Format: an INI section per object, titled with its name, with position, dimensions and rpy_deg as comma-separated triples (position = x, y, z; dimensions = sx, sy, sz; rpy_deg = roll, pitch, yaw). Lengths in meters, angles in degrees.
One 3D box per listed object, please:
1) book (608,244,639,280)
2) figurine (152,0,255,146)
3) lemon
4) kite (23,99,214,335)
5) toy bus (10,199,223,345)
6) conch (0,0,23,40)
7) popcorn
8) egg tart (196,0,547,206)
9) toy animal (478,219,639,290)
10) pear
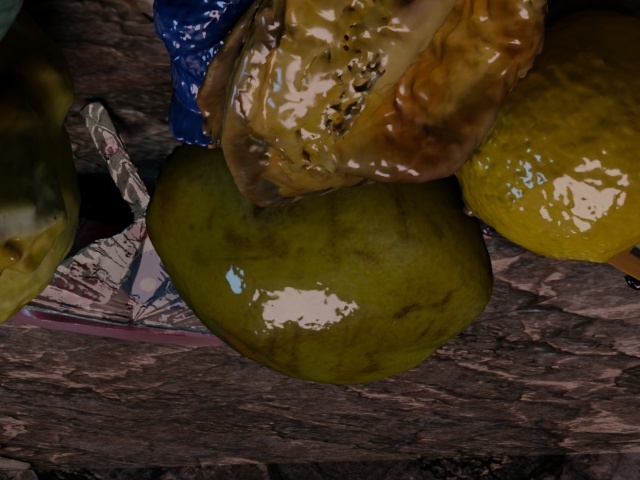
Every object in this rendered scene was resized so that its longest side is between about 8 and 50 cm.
[book]
position = 0.417, -0.020, 1.099
dimensions = 0.295, 0.020, 0.208
rpy_deg = 24, 113, -43
[figurine]
position = -0.049, -0.183, 0.759
dimensions = 0.164, 0.120, 0.262
rpy_deg = -21, 152, -38
[lemon]
position = 0.210, -0.081, 0.885
dimensions = 0.231, 0.192, 0.192
rpy_deg = -36, 141, 30
[kite]
position = -0.167, -0.006, 1.115
dimensions = 0.335, 0.011, 0.314
rpy_deg = -28, 125, 0
[toy bus]
position = -0.225, 0.033, 1.224
dimensions = 0.303, 0.147, 0.127
rpy_deg = 8, 167, -22
[conch]
position = -0.276, -0.193, 0.730
dimensions = 0.188, 0.122, 0.176
rpy_deg = -12, 126, 29
[popcorn]
position = -0.342, -0.047, 0.899
dimensions = 0.312, 0.312, 0.312
rpy_deg = 1, 158, 0
[egg tart]
position = 0.063, -0.123, 0.733
dimensions = 0.297, 0.132, 0.297
rpy_deg = -35, 154, -20
[toy animal]
position = 0.265, -0.039, 1.169
dimensions = 0.210, 0.117, 0.121
rpy_deg = 12, 119, 20
[pear]
position = 0.000, 0.000, 1.002
dimensions = 0.321, 0.269, 0.269
rpy_deg = 26, 150, -20
